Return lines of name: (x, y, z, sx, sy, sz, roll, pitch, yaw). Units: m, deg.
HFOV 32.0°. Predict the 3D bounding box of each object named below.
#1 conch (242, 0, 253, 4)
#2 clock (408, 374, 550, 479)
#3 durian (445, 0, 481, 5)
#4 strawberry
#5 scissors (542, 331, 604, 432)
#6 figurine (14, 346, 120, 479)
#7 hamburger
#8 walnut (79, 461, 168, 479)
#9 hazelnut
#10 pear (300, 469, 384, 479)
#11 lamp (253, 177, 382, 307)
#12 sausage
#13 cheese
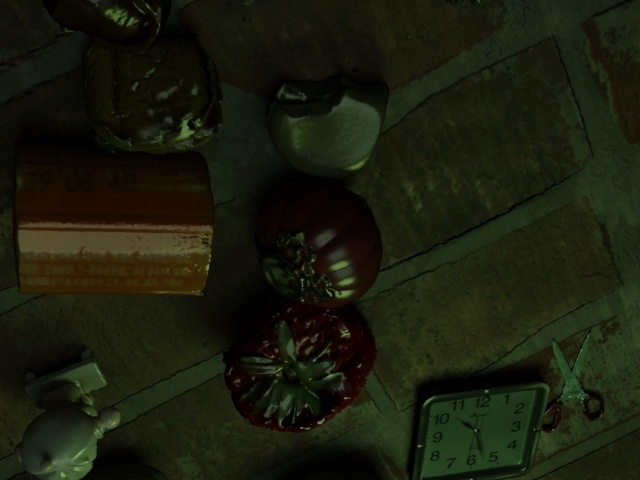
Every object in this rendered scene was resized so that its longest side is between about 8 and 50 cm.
conch: (-0.073, -0.446, 1.503, 0.352, 0.210, 0.297, -18, 141, 0)
clock: (0.318, 0.392, 2.277, 0.273, 0.049, 0.278, -5, 125, -13)
durian: (0.269, -0.467, 1.659, 0.394, 0.163, 0.198, -25, 88, -2)
strawberry: (-0.029, 0.208, 1.973, 0.261, 0.257, 0.261, 1, 102, 6)
scissors: (0.514, 0.290, 2.281, 0.144, 0.017, 0.247, -13, 125, -6)
figurine: (-0.431, 0.313, 1.890, 0.182, 0.256, 0.144, -4, 122, -11)
hamburger: (-0.243, -0.221, 1.625, 0.206, 0.130, 0.183, -3, 85, -11)
walnut: (-0.390, 0.507, 2.097, 0.230, 0.178, 0.178, -5, 126, 3)
hazelnut: (-0.297, -0.345, 1.517, 0.160, 0.170, 0.201, -43, 108, -19)
pear: (0.029, 0.615, 2.227, 0.287, 0.287, 0.375, 4, 142, -18)
lamp: (0.000, 0.000, 1.821, 0.227, 0.227, 0.227, -7, 125, -10)
sausage: (-0.324, -0.030, 1.700, 0.287, 0.233, 0.233, 2, 123, -17)
cheese: (0.008, -0.182, 1.768, 0.203, 0.091, 0.175, 8, 120, -21)
